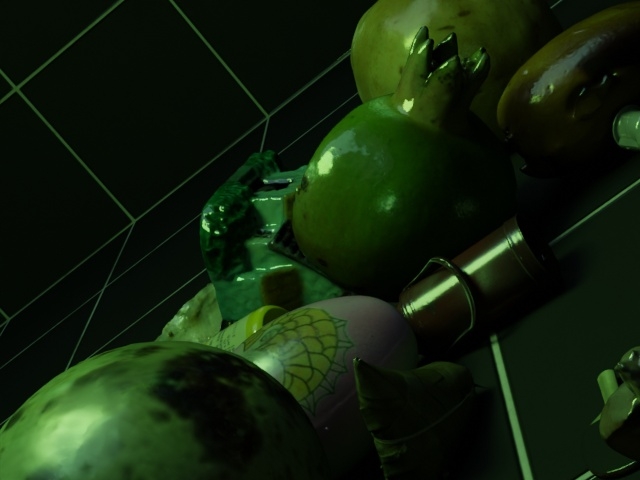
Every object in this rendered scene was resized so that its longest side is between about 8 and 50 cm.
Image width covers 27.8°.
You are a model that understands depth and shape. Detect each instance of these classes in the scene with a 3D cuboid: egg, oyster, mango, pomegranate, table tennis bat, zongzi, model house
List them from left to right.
[{"bbox_3d":[-0.175,0.299,1.215,0.428,0.345,0.345,-59,19,-10],"label":"egg"},{"bbox_3d":[-0.154,0.142,2.038,0.204,0.111,0.396,-27,19,43],"label":"oyster"},{"bbox_3d":[-0.012,0.174,1.459,0.271,0.196,0.196,-41,14,-21],"label":"egg"},{"bbox_3d":[0.000,0.000,1.906,0.248,0.230,0.280,-4,25,22],"label":"model house"},{"bbox_3d":[0.099,0.136,1.327,0.081,0.178,0.189,-8,31,32],"label":"zongzi"},{"bbox_3d":[0.139,-0.074,1.618,0.309,0.216,0.359,-16,-44,-49],"label":"pomegranate"},{"bbox_3d":[0.213,-0.273,1.991,0.332,0.332,0.332,-37,15,12],"label":"pomegranate"},{"bbox_3d":[0.357,-0.198,1.679,0.287,0.201,0.153,-35,56,-9],"label":"mango"},{"bbox_3d":[0.269,0.159,1.163,0.087,0.013,0.156,-36,16,17],"label":"table tennis bat"}]

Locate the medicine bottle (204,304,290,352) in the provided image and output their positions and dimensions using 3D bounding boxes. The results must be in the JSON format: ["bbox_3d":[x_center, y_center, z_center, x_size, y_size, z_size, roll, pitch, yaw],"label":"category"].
[{"bbox_3d":[-0.121,0.187,1.816,0.212,0.122,0.122,-32,17,30],"label":"medicine bottle"}]

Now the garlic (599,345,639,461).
[{"bbox_3d":[0.285,0.164,0.846,0.160,0.191,0.214,-26,59,4],"label":"garlic"}]

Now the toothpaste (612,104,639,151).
[{"bbox_3d":[0.442,-0.123,1.492,0.096,0.061,0.266,-43,22,-14],"label":"toothpaste"}]

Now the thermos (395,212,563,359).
[{"bbox_3d":[0.166,0.070,1.524,0.232,0.099,0.124,-36,-19,21],"label":"thermos"}]
